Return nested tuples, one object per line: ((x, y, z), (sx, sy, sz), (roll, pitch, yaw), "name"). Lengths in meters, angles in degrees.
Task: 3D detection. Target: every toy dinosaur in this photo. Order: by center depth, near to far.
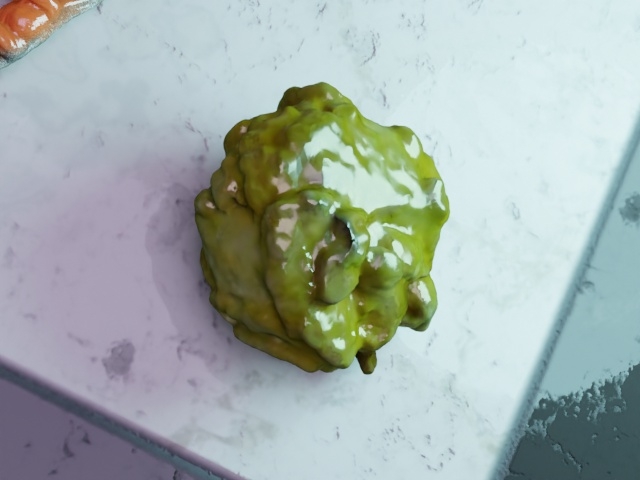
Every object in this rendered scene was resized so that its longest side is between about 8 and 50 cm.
((-0.257, -0.211, 1.416), (0.101, 0.055, 0.279), (46, 68, -16), "toy dinosaur")

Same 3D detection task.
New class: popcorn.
((0.000, 0.000, 1.412), (0.266, 0.192, 0.233), (55, 51, -28), "popcorn")
